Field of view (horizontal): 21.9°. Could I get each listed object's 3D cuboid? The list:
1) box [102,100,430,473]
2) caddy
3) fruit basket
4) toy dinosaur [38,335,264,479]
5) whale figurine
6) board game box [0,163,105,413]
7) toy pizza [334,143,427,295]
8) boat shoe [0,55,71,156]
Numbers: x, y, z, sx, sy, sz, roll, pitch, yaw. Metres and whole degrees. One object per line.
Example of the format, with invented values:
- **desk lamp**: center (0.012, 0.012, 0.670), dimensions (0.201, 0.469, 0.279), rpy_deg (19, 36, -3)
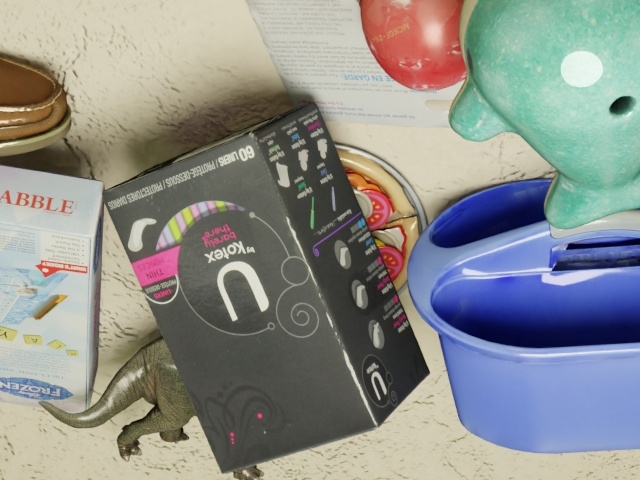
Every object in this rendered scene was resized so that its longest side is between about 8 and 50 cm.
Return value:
- **box**: center (-0.044, 0.040, 1.435), dimensions (0.165, 0.143, 0.270), rpy_deg (-20, 97, 27)
- **caddy**: center (0.248, 0.045, 1.448), dimensions (0.341, 0.241, 0.179), rpy_deg (-4, 129, 5)
- **fruit basket**: center (0.067, -0.228, 1.314), dimensions (0.327, 0.165, 0.353), rpy_deg (4, 143, 32)
- **toy dinosaur**: center (-0.111, 0.141, 1.604), dimensions (0.313, 0.121, 0.160), rpy_deg (12, 115, -12)
- **whale figurine**: center (0.202, -0.100, 1.191), dimensions (0.216, 0.141, 0.272), rpy_deg (-15, 133, 0)
- **board game box**: center (-0.361, 0.036, 1.515), dimensions (0.318, 0.066, 0.318), rpy_deg (10, 145, -3)
- **toy pizza**: center (0.000, 0.000, 1.553), dimensions (0.201, 0.032, 0.201), rpy_deg (2, 123, 3)
- **boat shoe**: center (-0.368, -0.150, 1.431), dimensions (0.307, 0.111, 0.104), rpy_deg (8, 124, -2)
